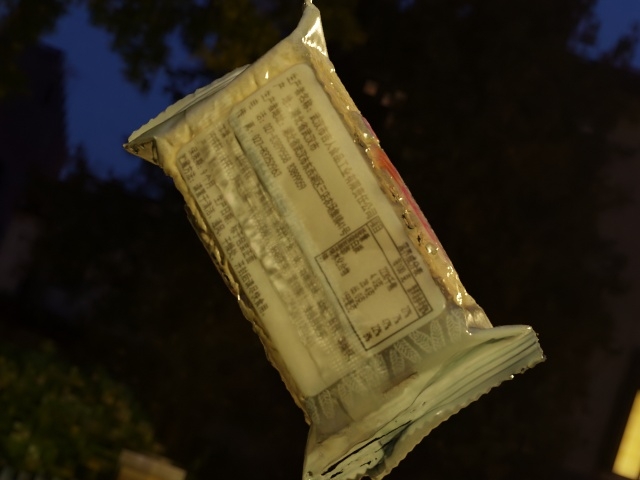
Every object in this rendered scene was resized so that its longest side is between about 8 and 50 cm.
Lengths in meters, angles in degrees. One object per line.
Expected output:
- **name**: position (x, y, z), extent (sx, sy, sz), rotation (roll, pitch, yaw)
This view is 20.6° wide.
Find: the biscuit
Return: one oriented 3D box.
- **biscuit**: position (-0.004, 0.003, 1.178), extent (0.309, 0.186, 0.079), rotation (58, 16, 16)
